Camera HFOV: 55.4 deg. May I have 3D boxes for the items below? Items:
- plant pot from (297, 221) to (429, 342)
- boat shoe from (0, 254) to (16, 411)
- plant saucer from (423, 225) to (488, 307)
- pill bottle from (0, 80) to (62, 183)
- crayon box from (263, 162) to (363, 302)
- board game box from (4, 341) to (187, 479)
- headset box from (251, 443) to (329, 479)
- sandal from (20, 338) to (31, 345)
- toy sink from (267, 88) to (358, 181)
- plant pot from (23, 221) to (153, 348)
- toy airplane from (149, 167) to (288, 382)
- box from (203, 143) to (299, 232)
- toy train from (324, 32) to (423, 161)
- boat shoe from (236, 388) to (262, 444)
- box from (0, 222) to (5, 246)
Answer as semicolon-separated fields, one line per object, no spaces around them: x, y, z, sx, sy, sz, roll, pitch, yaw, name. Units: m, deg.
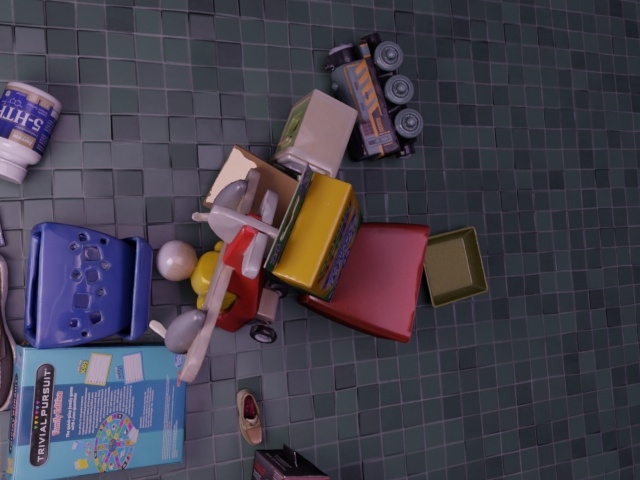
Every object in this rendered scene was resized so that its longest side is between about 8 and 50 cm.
0.085;0.082;1.446;0.236;0.267;0.267;13;82;-8;plant pot
-0.664;0.178;1.180;0.117;0.097;0.324;-5;87;6;boat shoe
0.353;0.070;1.661;0.189;0.045;0.188;-13;92;-23;plant saucer
-0.613;-0.215;1.239;0.112;0.112;0.186;21;79;-20;pill bottle
0.000;0.000;1.182;0.083;0.323;0.203;20;83;13;crayon box
-0.446;0.340;1.251;0.336;0.079;0.253;6;83;-36;board game box
-0.081;0.608;1.351;0.110;0.218;0.293;10;84;-22;headset box
-0.586;0.291;1.248;0.049;0.072;0.180;-14;96;8;sandal
-0.031;-0.218;1.462;0.131;0.153;0.234;23;79;-20;toy sink
-0.465;0.089;1.222;0.212;0.236;0.235;4;85;-29;plant pot
-0.204;0.050;1.231;0.273;0.386;0.384;12;101;2;toy airplane
-0.148;-0.102;1.407;0.201;0.021;0.164;31;102;0;box
0.134;-0.357;1.554;0.190;0.142;0.333;-18;94;-13;toy train
-0.164;0.416;1.422;0.050;0.045;0.135;-17;93;-23;boat shoe
-0.688;-0.023;1.244;0.067;0.018;0.083;-12;91;-23;box
